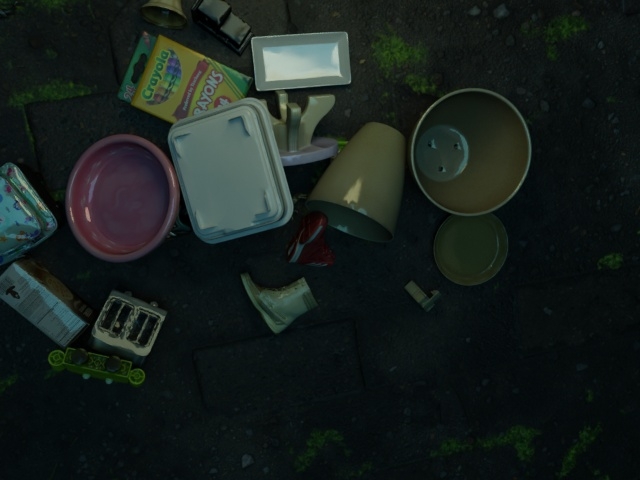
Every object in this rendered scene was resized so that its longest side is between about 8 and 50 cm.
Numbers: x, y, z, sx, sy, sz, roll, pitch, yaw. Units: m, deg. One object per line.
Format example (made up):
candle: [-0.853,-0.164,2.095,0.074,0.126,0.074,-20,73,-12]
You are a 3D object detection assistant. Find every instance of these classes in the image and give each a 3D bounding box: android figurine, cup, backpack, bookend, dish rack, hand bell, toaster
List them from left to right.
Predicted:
backpack: [-0.824,-0.053,1.590,0.253,0.191,0.225,-32,103,2]
android figurine: [-0.590,0.340,1.648,0.248,0.273,0.056,16,67,-13]
toaster: [-0.525,0.239,1.674,0.168,0.110,0.186,25,58,-11]
hand bell: [-0.391,-0.695,1.618,0.126,0.126,0.242,9,84,-10]
bookend: [-0.251,-0.568,1.615,0.157,0.156,0.072,34,91,-13]
dish rack: [-0.238,-0.169,1.557,0.285,0.072,0.333,-14,95,15]
cup: [0.374,-0.242,1.721,0.330,0.237,0.331,-1,98,-10]

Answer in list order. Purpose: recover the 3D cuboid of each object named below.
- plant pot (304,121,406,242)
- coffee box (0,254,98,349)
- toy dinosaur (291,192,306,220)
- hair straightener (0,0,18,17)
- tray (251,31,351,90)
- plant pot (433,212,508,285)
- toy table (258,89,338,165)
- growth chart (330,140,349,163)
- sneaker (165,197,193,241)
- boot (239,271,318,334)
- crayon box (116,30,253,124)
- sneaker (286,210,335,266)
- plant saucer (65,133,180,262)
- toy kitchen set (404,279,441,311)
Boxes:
plant pot: [0.127,-0.171,1.687,0.256,0.256,0.274,26,77,-12]
coffee box: [-0.731,0.162,1.652,0.246,0.141,0.098,44,89,-13]
toy dinosaur: [-0.129,-0.095,1.765,0.183,0.053,0.093,-6,84,-16]
hair straightener: [-0.884,-0.600,1.564,0.230,0.047,0.089,-11,100,-8]
tray: [-0.053,-0.497,1.721,0.270,0.030,0.145,-6,98,-8]
plant pot: [0.451,0.018,1.875,0.236,0.032,0.237,-1,98,-8]
toy table: [-0.088,-0.299,1.649,0.274,0.252,0.161,-13,116,-21]
growth chart: [0.099,-0.176,1.797,0.171,0.021,0.238,-5,100,-9]
sneaker: [-0.413,-0.053,1.681,0.302,0.121,0.108,-27,101,-4]
boot: [-0.119,0.146,1.780,0.165,0.077,0.213,-33,107,-3]
crayon box: [-0.365,-0.406,1.659,0.318,0.081,0.202,22,95,-11]
sneaker: [0.000,0.000,1.739,0.128,0.221,0.087,15,56,-21]
plant saucer: [-0.508,-0.107,1.625,0.332,0.084,0.332,-1,87,17]
toy kitchen set: [0.313,0.158,1.874,0.068,0.075,0.083,-43,142,2]
